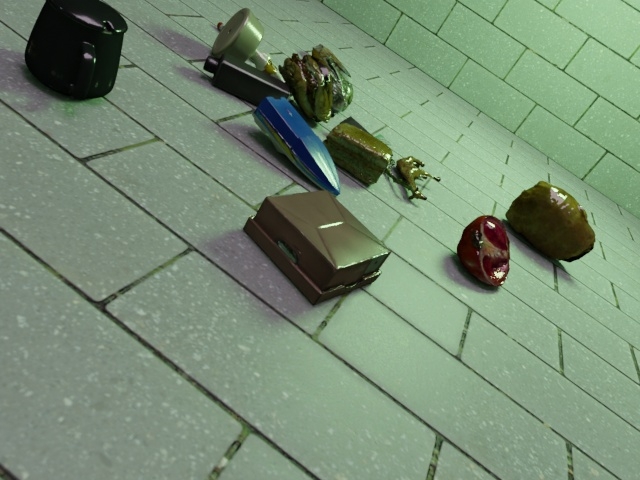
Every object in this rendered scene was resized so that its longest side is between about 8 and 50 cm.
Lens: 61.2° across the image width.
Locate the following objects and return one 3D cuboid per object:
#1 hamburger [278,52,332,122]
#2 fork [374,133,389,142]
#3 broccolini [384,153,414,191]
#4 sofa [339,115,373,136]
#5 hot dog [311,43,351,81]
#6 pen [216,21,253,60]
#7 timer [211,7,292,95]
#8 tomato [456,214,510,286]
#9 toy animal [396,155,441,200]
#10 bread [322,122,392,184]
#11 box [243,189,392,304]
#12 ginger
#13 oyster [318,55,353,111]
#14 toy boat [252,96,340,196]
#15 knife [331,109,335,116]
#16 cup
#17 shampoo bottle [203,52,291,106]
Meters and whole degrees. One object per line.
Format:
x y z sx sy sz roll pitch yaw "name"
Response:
-0.026 -0.459 1.619 0.183 0.129 0.206 61 0 31 "hamburger"
0.168 -0.347 1.811 0.235 0.021 0.039 -3 42 -48 "fork"
0.224 -0.194 1.616 0.054 0.052 0.194 55 9 -44 "broccolini"
0.116 -0.298 1.651 0.060 0.085 0.147 -37 68 -17 "sofa"
0.043 -0.716 2.211 0.131 0.069 0.253 14 36 -48 "hot dog"
-0.283 -0.684 1.867 0.239 0.028 0.028 47 31 24 "pen"
-0.185 -0.568 1.698 0.266 0.175 0.175 34 24 -34 "timer"
0.419 0.031 1.415 0.173 0.099 0.190 28 65 -40 "tomato"
0.288 -0.198 1.669 0.149 0.054 0.275 38 28 6 "toy animal"
0.101 -0.250 1.512 0.196 0.102 0.138 33 26 2 "bread"
0.000 0.000 1.039 0.215 0.086 0.215 45 30 22 "box"
0.760 -0.072 1.797 0.222 0.200 0.269 18 31 -28 "ginger"
0.040 -0.561 1.943 0.198 0.112 0.268 49 17 -15 "oyster"
-0.046 -0.223 1.351 0.295 0.088 0.129 51 31 10 "toy boat"
0.001 -0.449 1.803 0.121 0.018 0.031 42 37 17 "knife"
-0.463 -0.367 1.046 0.169 0.177 0.223 11 34 -40 "cup"
-0.208 -0.445 1.520 0.245 0.080 0.079 21 30 -20 "shampoo bottle"
